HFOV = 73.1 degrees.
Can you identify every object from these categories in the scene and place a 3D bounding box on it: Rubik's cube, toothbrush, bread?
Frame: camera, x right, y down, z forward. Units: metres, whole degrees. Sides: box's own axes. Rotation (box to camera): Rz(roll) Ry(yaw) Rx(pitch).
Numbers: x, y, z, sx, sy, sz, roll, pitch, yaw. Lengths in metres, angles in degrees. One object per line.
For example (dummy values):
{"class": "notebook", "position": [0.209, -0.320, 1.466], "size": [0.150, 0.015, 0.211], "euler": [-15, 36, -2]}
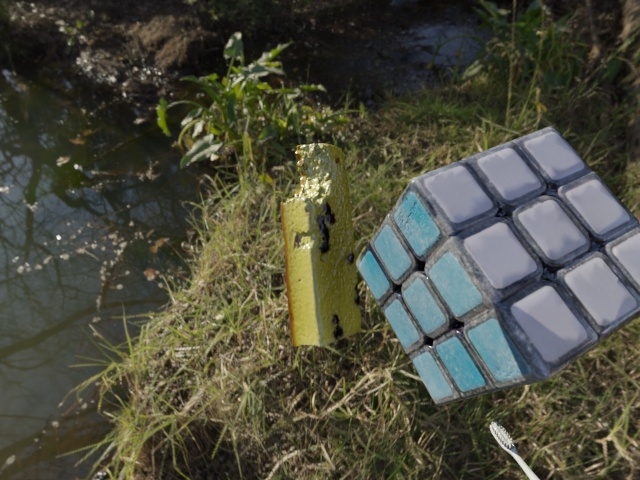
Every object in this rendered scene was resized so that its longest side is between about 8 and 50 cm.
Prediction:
{"class": "Rubik's cube", "position": [0.284, 0.051, 0.700], "size": [0.304, 0.305, 0.301], "euler": [-22, 68, -20]}
{"class": "toothbrush", "position": [0.315, 0.358, 0.548], "size": [0.020, 0.025, 0.286], "euler": [-30, 47, -5]}
{"class": "bread", "position": [0.000, 0.000, 0.487], "size": [0.049, 0.226, 0.088], "euler": [-6, -2, 38]}
